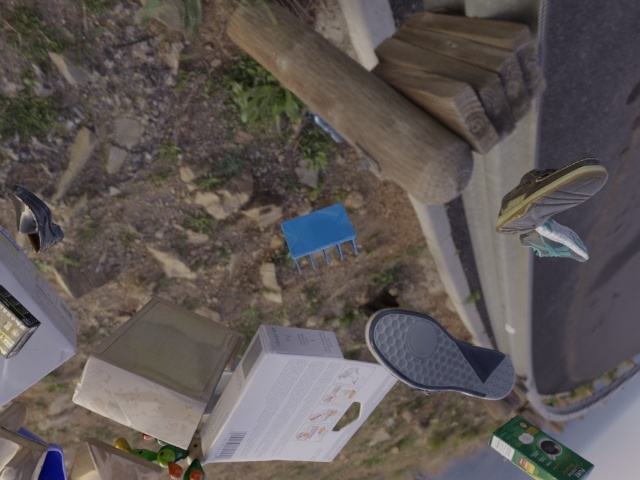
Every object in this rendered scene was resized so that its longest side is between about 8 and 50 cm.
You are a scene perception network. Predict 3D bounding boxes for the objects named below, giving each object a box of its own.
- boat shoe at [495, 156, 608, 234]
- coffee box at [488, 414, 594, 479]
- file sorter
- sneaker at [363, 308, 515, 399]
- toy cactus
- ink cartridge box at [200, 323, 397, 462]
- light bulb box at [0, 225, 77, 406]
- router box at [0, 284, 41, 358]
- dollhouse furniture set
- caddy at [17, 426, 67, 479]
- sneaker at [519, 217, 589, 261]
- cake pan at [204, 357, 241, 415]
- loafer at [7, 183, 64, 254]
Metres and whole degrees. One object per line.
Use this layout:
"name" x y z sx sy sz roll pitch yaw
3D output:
"boat shoe" 0.336 -0.076 0.835 0.080 0.073 0.223 3 159 -13
"coffee box" 0.465 0.455 1.167 0.113 0.184 0.040 -12 120 -42
"file sorter" 0.000 0.000 1.451 0.171 0.118 0.104 -19 142 -3
"sneaker" 0.114 0.144 0.715 0.226 0.163 0.086 27 76 -27
"toy cactus" -0.248 0.386 0.962 0.181 0.219 0.112 17 96 -52
"ink cartridge box" -0.037 0.280 0.961 0.261 0.066 0.296 12 124 -28
"light bulb box" -0.842 0.177 1.440 0.225 0.361 0.357 -37 110 -16
"router box" -0.640 0.163 1.110 0.092 0.122 0.038 -49 176 14
"dollhouse furniture set" -0.285 0.317 0.817 0.256 0.362 0.393 -79 -167 -79
"caddy" -0.592 0.486 1.008 0.241 0.179 0.341 -47 163 -45
"sneaker" 0.472 0.007 1.120 0.167 0.064 0.076 27 130 -22
"cake pan" -0.281 0.334 1.271 0.294 0.054 0.293 -6 146 -4
"loafer" -0.549 -0.036 1.048 0.061 0.062 0.170 -58 158 -31
